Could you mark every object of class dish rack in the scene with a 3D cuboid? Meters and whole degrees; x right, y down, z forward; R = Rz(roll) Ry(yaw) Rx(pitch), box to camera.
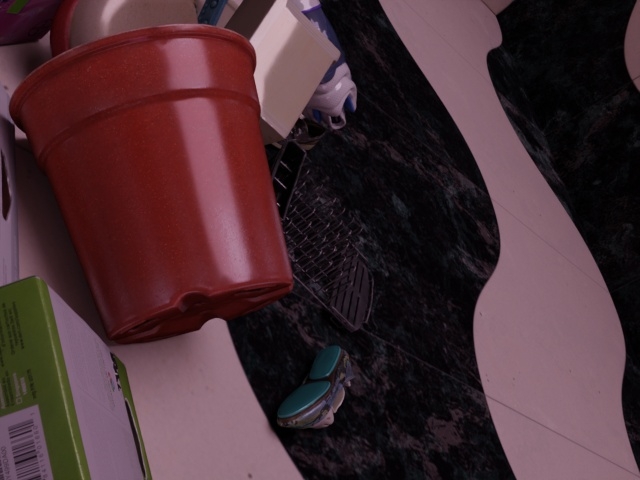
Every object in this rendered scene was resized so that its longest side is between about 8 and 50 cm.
[{"bbox_3d":[0.000,0.000,1.337,0.271,0.074,0.208,46,30,-19],"label":"dish rack"}]

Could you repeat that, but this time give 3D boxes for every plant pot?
[{"bbox_3d":[-0.160,-0.044,0.945,0.272,0.272,0.265,1,68,-58],"label":"plant pot"}]

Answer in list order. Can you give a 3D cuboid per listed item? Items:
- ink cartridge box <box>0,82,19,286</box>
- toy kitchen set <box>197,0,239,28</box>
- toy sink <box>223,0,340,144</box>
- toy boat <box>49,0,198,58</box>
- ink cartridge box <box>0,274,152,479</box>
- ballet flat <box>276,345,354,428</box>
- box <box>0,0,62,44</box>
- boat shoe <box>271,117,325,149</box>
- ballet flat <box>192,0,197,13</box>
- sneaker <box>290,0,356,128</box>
[{"bbox_3d":[-0.344,-0.089,0.814,0.239,0.060,0.275,87,-8,-61],"label":"ink cartridge box"},{"bbox_3d":[-0.213,-0.429,1.466,0.207,0.166,0.122,30,6,40],"label":"toy kitchen set"},{"bbox_3d":[-0.076,-0.257,1.291,0.131,0.153,0.234,40,64,-26],"label":"toy sink"},{"bbox_3d":[-0.258,-0.243,1.106,0.231,0.151,0.151,-32,119,-65],"label":"toy boat"},{"bbox_3d":[-0.227,0.171,0.779,0.255,0.097,0.189,80,-10,-65],"label":"ink cartridge box"},{"bbox_3d":[0.002,0.202,1.139,0.070,0.070,0.188,54,31,-5],"label":"ballet flat"},{"bbox_3d":[-0.345,-0.314,0.956,0.117,0.213,0.243,55,27,-2],"label":"box"},{"bbox_3d":[-0.044,-0.185,1.488,0.056,0.049,0.152,60,26,10],"label":"boat shoe"},{"bbox_3d":[-0.247,-0.321,1.280,0.073,0.080,0.232,38,28,-4],"label":"ballet flat"},{"bbox_3d":[-0.029,-0.302,1.546,0.323,0.130,0.236,-131,-160,-76],"label":"sneaker"}]
